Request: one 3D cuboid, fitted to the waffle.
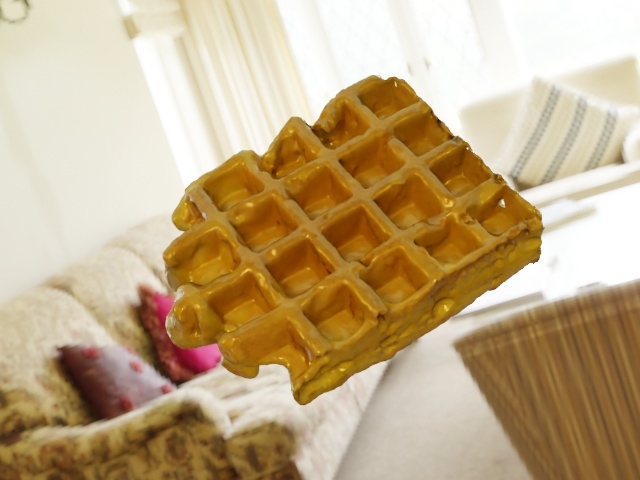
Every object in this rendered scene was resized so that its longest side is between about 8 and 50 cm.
[{"bbox_3d":[0.000,0.000,0.687,0.211,0.055,0.160,-30,56,-15],"label":"waffle"}]
